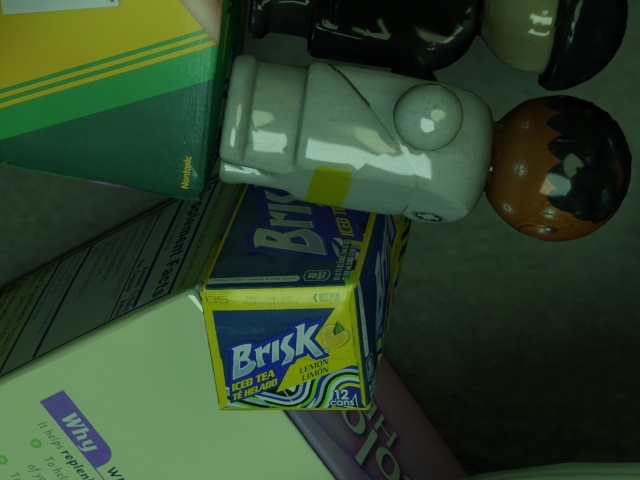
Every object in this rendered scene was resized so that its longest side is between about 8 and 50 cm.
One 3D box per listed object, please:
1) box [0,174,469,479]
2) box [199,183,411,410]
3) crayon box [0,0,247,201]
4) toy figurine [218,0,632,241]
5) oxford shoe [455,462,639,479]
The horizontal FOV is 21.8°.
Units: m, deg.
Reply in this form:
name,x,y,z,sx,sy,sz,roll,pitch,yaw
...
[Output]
name,x,y,z,sx,sy,sz,roll,pitch,yaw
box,-0.083,0.120,0.769,0.243,0.117,0.213,-27,112,22
box,0.000,0.000,0.658,0.059,0.169,0.054,-2,118,11
crayon box,-0.104,-0.165,0.633,0.165,0.081,0.278,10,120,3
toy figurine,0.053,-0.115,0.564,0.148,0.209,0.213,8,121,-2
oxford shoe,-0.007,0.211,0.668,0.449,0.130,0.169,-19,113,17
